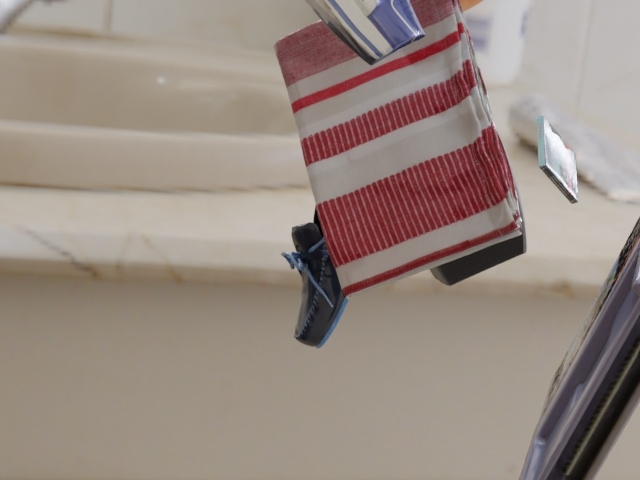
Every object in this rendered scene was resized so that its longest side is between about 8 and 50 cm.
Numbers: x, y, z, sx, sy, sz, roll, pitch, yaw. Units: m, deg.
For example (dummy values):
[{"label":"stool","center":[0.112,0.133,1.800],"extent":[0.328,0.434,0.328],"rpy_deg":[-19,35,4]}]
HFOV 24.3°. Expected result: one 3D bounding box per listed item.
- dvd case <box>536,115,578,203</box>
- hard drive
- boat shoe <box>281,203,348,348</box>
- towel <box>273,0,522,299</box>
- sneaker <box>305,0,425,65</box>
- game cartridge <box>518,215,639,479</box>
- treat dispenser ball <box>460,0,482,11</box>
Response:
[{"label":"dvd case","center":[0.348,-0.118,2.184],"extent":[0.013,0.087,0.119],"rpy_deg":[-14,-33,27]},{"label":"hard drive","center":[0.211,-0.050,2.167],"extent":[0.172,0.255,0.054],"rpy_deg":[-23,40,-1]},{"label":"boat shoe","center":[0.000,0.000,1.800],"extent":[0.089,0.258,0.109],"rpy_deg":[20,-19,-18]},{"label":"towel","center":[0.082,-0.124,1.696],"extent":[0.237,0.329,0.037],"rpy_deg":[-22,-18,24]},{"label":"sneaker","center":[0.023,-0.321,1.301],"extent":[0.182,0.315,0.127],"rpy_deg":[-35,7,0]},{"label":"game cartridge","center":[0.265,0.097,1.341],"extent":[0.068,0.355,0.230],"rpy_deg":[24,28,2]},{"label":"treat dispenser ball","center":[0.129,-0.426,1.908],"extent":[0.288,0.288,0.288],"rpy_deg":[6,13,-1]}]
